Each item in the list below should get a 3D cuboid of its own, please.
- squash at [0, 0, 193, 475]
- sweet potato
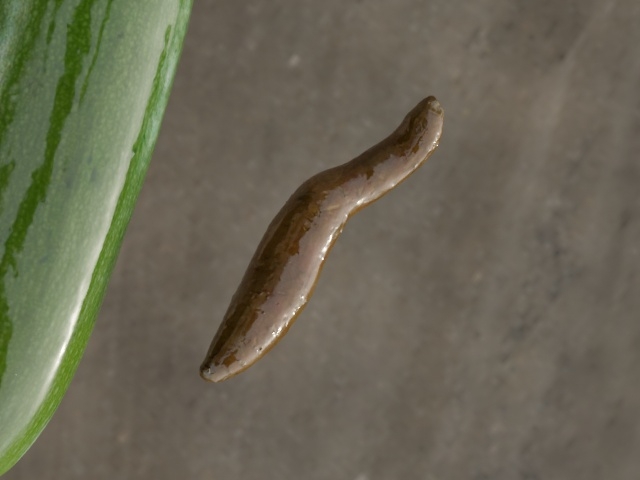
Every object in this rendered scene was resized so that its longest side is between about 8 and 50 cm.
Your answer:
[{"bbox_3d":[-0.128,-0.052,0.889,0.107,0.107,0.395,12,94,-49],"label":"squash"},{"bbox_3d":[-0.004,-0.003,0.935,0.179,0.044,0.044,-51,144,-18],"label":"sweet potato"}]
